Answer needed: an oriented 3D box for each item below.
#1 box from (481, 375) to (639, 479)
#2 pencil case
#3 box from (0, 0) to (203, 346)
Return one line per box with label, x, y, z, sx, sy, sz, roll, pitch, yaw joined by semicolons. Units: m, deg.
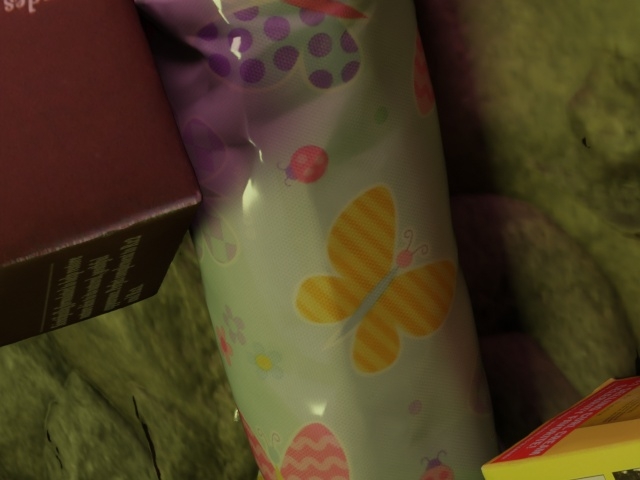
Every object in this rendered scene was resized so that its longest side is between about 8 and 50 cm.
box;0.164;0.071;0.656;0.232;0.087;0.058;-21;96;55
pencil case;0.000;0.000;0.777;0.124;0.113;0.273;-142;36;-61
box;-0.173;-0.151;0.741;0.191;0.143;0.381;133;120;-75
